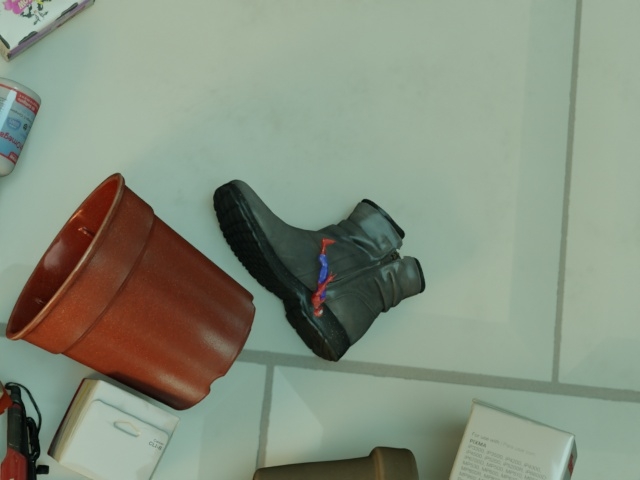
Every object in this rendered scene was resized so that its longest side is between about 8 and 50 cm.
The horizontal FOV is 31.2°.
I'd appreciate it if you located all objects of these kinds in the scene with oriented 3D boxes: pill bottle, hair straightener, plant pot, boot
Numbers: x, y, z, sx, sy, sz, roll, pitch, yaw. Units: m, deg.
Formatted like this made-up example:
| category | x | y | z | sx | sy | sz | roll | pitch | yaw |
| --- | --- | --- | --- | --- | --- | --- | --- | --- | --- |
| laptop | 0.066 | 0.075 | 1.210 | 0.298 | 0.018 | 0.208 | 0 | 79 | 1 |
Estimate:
| category | x | y | z | sx | sy | sz | roll | pitch | yaw |
| --- | --- | --- | --- | --- | --- | --- | --- | --- | --- |
| pill bottle | -0.470 | -0.149 | 1.646 | 0.087 | 0.087 | 0.160 | 22 | 78 | -15 |
| hair straightener | -0.418 | 0.302 | 1.601 | 0.047 | 0.089 | 0.230 | -19 | 56 | 4 |
| plant pot | -0.252 | 0.089 | 1.614 | 0.265 | 0.272 | 0.272 | 35 | 74 | -20 |
| plant pot | 0.007 | 0.419 | 1.668 | 0.229 | 0.263 | 0.263 | 8 | 81 | -4 |
| boot | 0.000 | 0.000 | 1.786 | 0.223 | 0.118 | 0.338 | -41 | 108 | -21 |

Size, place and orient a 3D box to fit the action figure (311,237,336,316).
| category | x | y | z | sx | sy | sz | roll | pitch | yaw |
| --- | --- | --- | --- | --- | --- | --- | --- | --- | --- |
| action figure | 0.005 | 0.056 | 1.701 | 0.030 | 0.038 | 0.115 | 13 | 85 | -8 |

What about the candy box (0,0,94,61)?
| category | x | y | z | sx | sy | sz | roll | pitch | yaw |
| --- | --- | --- | --- | --- | --- | --- | --- | --- | --- |
| candy box | -0.454 | -0.392 | 1.687 | 0.165 | 0.070 | 0.196 | -40 | 96 | -18 |

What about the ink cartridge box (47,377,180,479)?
| category | x | y | z | sx | sy | sz | roll | pitch | yaw |
| --- | --- | --- | --- | --- | --- | --- | --- | --- | --- |
| ink cartridge box | -0.294 | 0.275 | 1.610 | 0.128 | 0.176 | 0.127 | 28 | 76 | -13 |

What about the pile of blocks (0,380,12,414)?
| category | x | y | z | sx | sy | sz | roll | pitch | yaw |
| --- | --- | --- | --- | --- | --- | --- | --- | --- | --- |
| pile of blocks | -0.513 | 0.325 | 1.570 | 0.113 | 0.149 | 0.362 | 23 | 86 | -35 |

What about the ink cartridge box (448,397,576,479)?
| category | x | y | z | sx | sy | sz | roll | pitch | yaw |
| --- | --- | --- | --- | --- | --- | --- | --- | --- | --- |
| ink cartridge box | 0.254 | 0.457 | 1.701 | 0.160 | 0.279 | 0.384 | 16 | 78 | 17 |
